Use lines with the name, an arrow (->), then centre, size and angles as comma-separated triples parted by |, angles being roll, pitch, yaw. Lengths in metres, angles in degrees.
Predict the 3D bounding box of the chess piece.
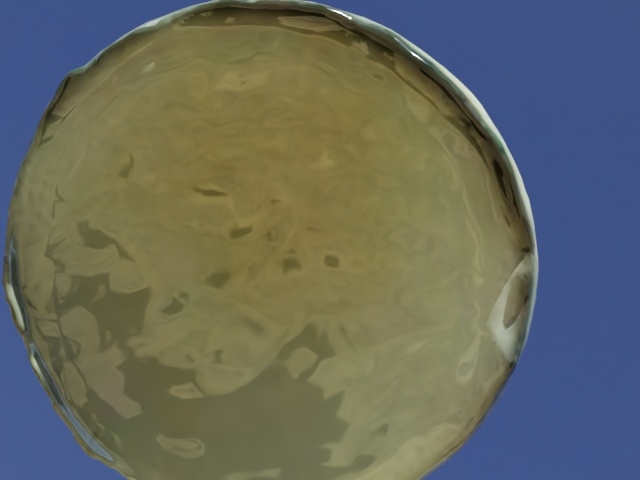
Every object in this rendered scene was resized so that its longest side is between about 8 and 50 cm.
chess piece -> 0.000, 0.000, 0.601 | 0.133, 0.243, 0.133 | 0, -87, 6
